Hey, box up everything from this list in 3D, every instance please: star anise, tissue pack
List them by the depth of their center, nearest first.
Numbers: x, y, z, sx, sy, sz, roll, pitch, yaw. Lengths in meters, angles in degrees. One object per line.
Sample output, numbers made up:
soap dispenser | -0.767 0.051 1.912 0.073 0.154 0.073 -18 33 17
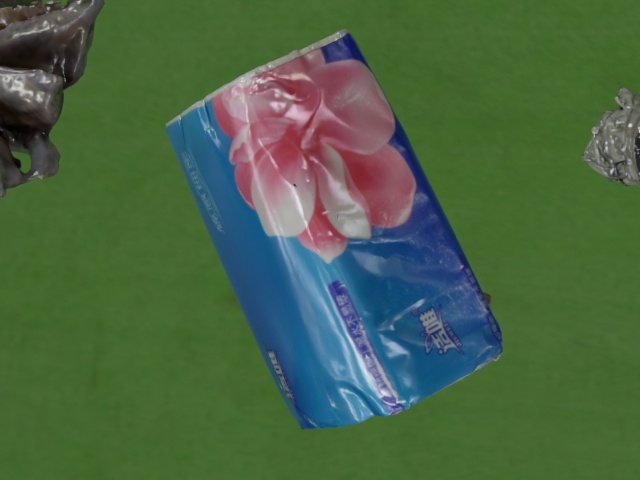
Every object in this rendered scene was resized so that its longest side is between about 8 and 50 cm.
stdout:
star anise | -0.185 -0.067 0.977 0.182 0.065 0.195 5 59 42
tissue pack | 0.000 0.000 1.467 0.270 0.137 0.209 64 159 -4

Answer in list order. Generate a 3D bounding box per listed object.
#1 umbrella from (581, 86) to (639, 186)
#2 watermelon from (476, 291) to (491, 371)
umbrella | 0.400 -0.069 1.877 0.113 0.106 0.357 -53 32 -13
watermelon | 0.120 0.080 1.826 0.092 0.072 0.085 24 94 37
